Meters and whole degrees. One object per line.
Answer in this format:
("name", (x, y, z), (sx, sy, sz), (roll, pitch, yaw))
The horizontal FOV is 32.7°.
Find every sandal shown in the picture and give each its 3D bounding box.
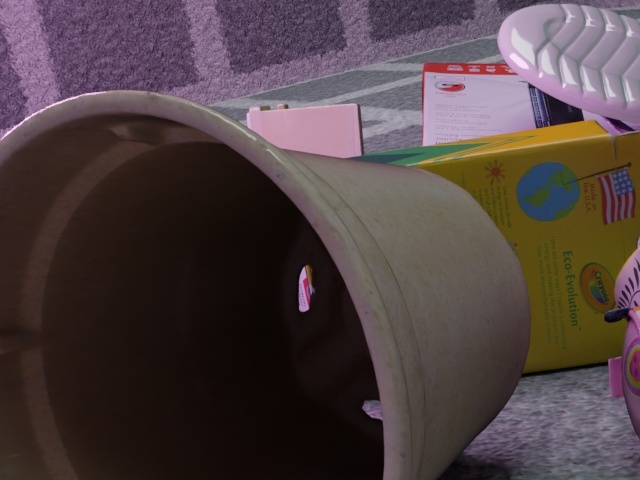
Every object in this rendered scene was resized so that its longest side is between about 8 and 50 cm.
("sandal", (0.399, -0.159, 1.263), (0.416, 0.102, 0.169), (18, 48, 9))

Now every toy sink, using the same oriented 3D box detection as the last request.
("toy sink", (-0.049, -0.156, 1.757), (0.234, 0.131, 0.153), (-5, 6, 5))

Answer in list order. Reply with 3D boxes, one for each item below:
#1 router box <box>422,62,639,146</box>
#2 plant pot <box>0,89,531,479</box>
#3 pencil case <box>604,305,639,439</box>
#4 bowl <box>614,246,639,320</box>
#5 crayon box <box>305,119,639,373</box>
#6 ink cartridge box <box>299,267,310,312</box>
("router box", (0.298, -0.138, 1.402), (0.335, 0.082, 0.301), (1, 29, 5))
("plant pot", (-0.023, 0.070, 0.708), (0.334, 0.334, 0.305), (0, 6, 32))
("pencil case", (0.339, 0.083, 0.718), (0.284, 0.124, 0.124), (-9, 15, 9))
("bowl", (0.316, 0.057, 0.826), (0.170, 0.170, 0.080), (-8, 48, 7))
("crayon box", (0.147, 0.015, 0.940), (0.318, 0.202, 0.081), (-8, 15, 5))
("ink cartridge box", (0.000, 0.000, 1.226), (0.127, 0.128, 0.176), (-20, 17, -31))
